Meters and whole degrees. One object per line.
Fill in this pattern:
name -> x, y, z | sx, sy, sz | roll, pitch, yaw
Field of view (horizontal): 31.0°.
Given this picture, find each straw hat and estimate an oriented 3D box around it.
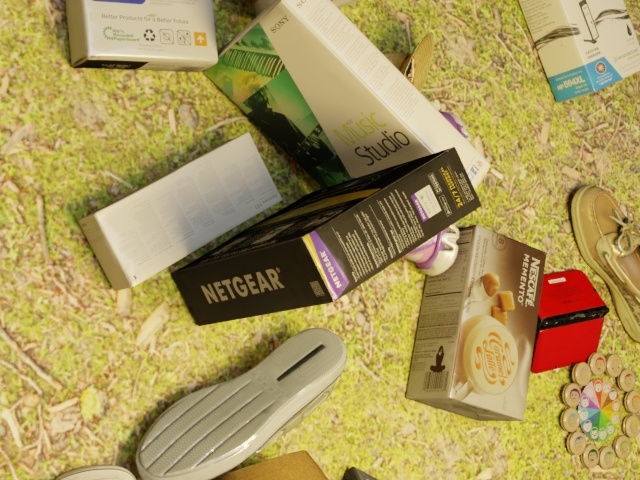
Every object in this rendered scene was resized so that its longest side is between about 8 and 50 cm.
straw hat -> 0.105, -0.235, 1.619 | 0.061, 0.144, 0.144 | 21, 65, 15

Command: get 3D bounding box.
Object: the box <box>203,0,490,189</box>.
box -> 0.025, -0.153, 1.429 | 0.322, 0.232, 0.058 | 45, 60, -11

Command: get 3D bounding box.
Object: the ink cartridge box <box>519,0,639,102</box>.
ink cartridge box -> 0.414, -0.341, 1.836 | 0.148, 0.086, 0.203 | -27, 99, -34

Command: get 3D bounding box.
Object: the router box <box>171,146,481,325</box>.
router box -> 0.000, 0.000, 1.363 | 0.243, 0.309, 0.081 | -31, 99, -33

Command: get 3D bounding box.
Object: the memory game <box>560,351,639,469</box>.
memory game -> 0.440, 0.265, 1.795 | 0.186, 0.012, 0.186 | 2, 86, -35

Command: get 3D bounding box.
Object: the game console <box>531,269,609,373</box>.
game console -> 0.364, 0.122, 1.774 | 0.144, 0.085, 0.124 | -7, 56, -36

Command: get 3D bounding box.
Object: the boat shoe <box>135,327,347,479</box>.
boat shoe -> -0.085, 0.219, 1.400 | 0.302, 0.109, 0.094 | -29, 142, -26

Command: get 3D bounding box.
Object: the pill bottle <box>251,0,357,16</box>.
pill bottle -> -0.042, -0.455, 1.486 | 0.176, 0.176, 0.318 | -19, 94, -35

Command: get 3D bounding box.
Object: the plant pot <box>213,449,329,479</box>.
plant pot -> -0.036, 0.386, 1.351 | 0.237, 0.237, 0.254 | -11, 75, -35

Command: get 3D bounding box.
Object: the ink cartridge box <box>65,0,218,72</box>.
ink cartridge box -> -0.230, -0.393, 1.416 | 0.175, 0.069, 0.371 | -3, 87, -34

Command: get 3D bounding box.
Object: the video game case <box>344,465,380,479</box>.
video game case -> 0.164, 0.408, 1.496 | 0.274, 0.196, 0.026 | 32, 102, -26

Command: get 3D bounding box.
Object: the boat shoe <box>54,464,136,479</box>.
boat shoe -> -0.299, 0.319, 1.245 | 0.258, 0.084, 0.095 | -25, 97, -34

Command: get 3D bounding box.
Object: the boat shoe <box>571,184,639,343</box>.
boat shoe -> 0.494, 0.033, 1.829 | 0.104, 0.089, 0.285 | -40, 105, -31

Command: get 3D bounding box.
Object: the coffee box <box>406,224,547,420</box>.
coffee box -> 0.221, 0.118, 1.624 | 0.141, 0.098, 0.246 | 22, 71, -30

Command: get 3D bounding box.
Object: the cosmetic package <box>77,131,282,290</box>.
cosmetic package -> -0.167, -0.037, 1.405 | 0.239, 0.060, 0.099 | -31, 99, -33

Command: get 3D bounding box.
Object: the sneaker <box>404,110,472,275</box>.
sneaker -> 0.142, -0.075, 1.609 | 0.104, 0.095, 0.236 | 15, 75, -24
